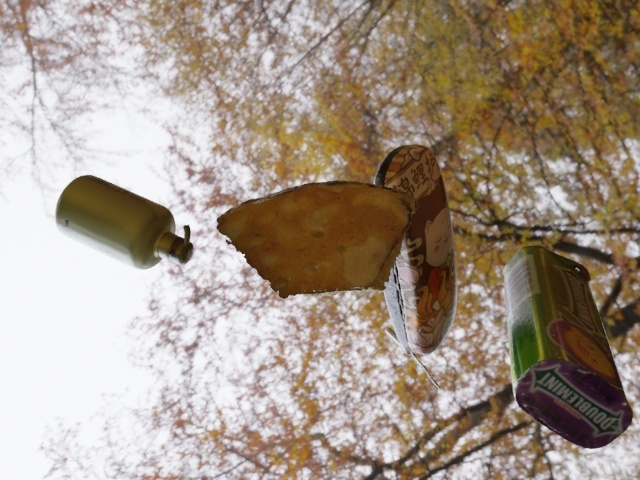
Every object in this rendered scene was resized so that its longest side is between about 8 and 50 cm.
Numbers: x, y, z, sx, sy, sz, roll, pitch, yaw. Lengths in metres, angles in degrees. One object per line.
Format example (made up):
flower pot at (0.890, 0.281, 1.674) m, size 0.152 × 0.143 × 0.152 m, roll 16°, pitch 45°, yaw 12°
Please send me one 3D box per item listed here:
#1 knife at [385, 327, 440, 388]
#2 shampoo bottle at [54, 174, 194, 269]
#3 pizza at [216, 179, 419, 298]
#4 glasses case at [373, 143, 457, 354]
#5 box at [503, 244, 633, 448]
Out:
knife at (0.182, 0.227, 1.408) m, size 0.047 × 0.017 × 0.298 m, roll 57°, pitch 176°, yaw -13°
shampoo bottle at (-0.216, -0.014, 0.818) m, size 0.162 × 0.079 × 0.079 m, roll 23°, pitch -142°, yaw 16°
pizza at (0.000, 0.000, 0.561) m, size 0.036 × 0.160 × 0.099 m, roll 72°, pitch -169°, yaw -68°
glasses case at (0.139, 0.019, 1.034) m, size 0.122 × 0.082 × 0.321 m, roll -39°, pitch -53°, yaw -41°
box at (0.317, 0.119, 0.960) m, size 0.134 × 0.097 × 0.345 m, roll 33°, pitch -156°, yaw -1°
